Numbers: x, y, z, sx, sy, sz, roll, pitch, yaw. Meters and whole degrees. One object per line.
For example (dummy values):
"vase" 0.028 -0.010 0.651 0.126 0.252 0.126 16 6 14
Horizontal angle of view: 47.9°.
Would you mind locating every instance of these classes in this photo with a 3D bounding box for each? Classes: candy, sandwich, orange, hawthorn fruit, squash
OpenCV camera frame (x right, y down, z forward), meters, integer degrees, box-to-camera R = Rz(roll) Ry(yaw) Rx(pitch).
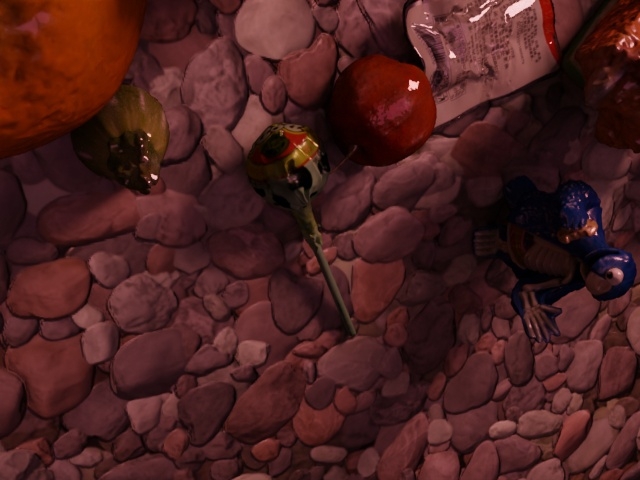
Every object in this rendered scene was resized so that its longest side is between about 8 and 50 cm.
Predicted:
"candy" 0.000 0.000 0.854 0.091 0.083 0.305 -14 122 15
"sandwich" 0.376 -0.212 0.876 0.301 0.162 0.250 -28 131 -50
"orange" -0.286 -0.206 0.544 0.312 0.312 0.312 -6 109 -20
"hawthorn fruit" 0.069 -0.137 0.798 0.125 0.140 0.125 2 147 1
"squash" -0.189 -0.095 0.708 0.105 0.132 0.105 -7 111 -20

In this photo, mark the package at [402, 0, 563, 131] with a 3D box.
"package" 0.193 -0.239 0.871 0.232 0.040 0.166 -29 118 -20

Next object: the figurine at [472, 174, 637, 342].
"figurine" 0.293 0.011 0.871 0.120 0.262 0.164 21 113 -18
